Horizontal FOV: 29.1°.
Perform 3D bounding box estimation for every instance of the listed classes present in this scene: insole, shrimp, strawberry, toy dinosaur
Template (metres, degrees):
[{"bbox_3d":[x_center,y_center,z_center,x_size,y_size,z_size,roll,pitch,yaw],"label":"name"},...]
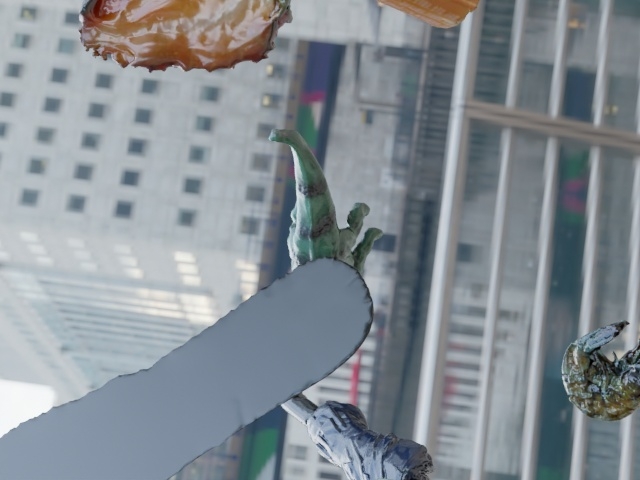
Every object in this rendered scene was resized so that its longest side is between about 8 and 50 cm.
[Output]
[{"bbox_3d":[-0.109,0.109,0.680,0.007,0.322,0.109,50,-170,-44],"label":"insole"},{"bbox_3d":[0.291,0.114,1.169,0.161,0.091,0.034,-48,2,37],"label":"shrimp"},{"bbox_3d":[-0.085,-0.199,0.947,0.192,0.140,0.085,-54,6,19],"label":"strawberry"},{"bbox_3d":[0.007,-0.010,1.255,0.120,0.079,0.292,-55,-29,-46],"label":"toy dinosaur"}]

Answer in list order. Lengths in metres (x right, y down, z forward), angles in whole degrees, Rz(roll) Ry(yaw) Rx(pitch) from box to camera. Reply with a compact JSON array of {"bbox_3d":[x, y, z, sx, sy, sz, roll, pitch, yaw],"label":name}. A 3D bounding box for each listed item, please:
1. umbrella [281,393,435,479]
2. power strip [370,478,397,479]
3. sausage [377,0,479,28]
[{"bbox_3d":[0.029,0.196,1.200,0.248,0.071,0.071,24,111,55],"label":"umbrella"},{"bbox_3d":[0.051,0.253,1.077,0.191,0.048,0.030,98,173,-57],"label":"power strip"},{"bbox_3d":[-0.002,-0.199,0.752,0.071,0.234,0.071,-30,52,48],"label":"sausage"}]
